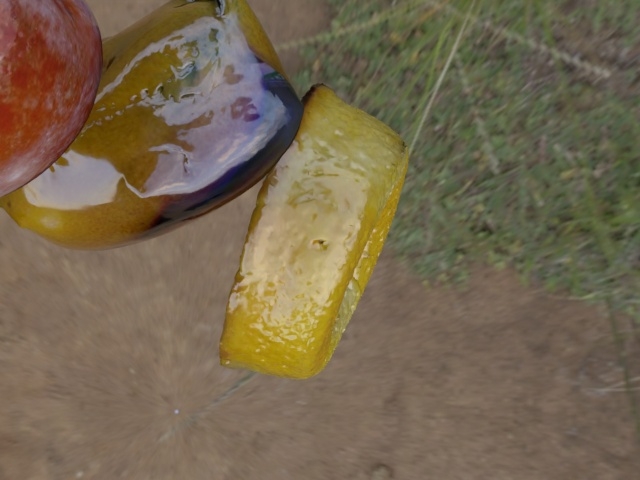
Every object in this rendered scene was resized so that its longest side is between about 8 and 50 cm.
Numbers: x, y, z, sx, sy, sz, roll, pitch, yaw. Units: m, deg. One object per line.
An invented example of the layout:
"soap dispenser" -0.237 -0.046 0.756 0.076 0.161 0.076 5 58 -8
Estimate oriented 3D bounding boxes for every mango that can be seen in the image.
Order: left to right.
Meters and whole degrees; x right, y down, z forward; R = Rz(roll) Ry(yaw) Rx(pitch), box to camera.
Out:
"mango" -0.151 -0.089 1.298 0.287 0.201 0.152 -23 121 30

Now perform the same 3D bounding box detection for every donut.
"donut" 0.000 0.000 1.524 0.110 0.303 0.303 20 82 7

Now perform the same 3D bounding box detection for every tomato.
"tomato" -0.288 -0.136 1.076 0.270 0.270 0.227 39 99 0
